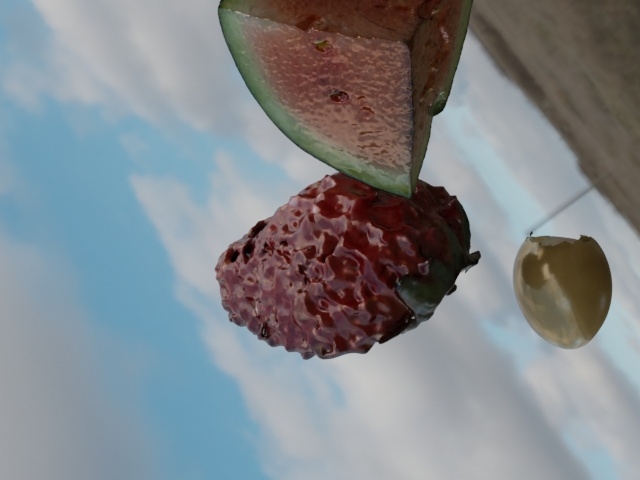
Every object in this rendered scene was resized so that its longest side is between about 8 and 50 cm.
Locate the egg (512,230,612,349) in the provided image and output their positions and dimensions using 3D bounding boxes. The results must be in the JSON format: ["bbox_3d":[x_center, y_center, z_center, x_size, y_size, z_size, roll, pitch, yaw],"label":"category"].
[{"bbox_3d":[0.197,0.040,0.926,0.080,0.080,0.096,-17,-74,-76],"label":"egg"}]

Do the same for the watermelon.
[{"bbox_3d":[0.040,-0.147,0.795,0.193,0.137,0.145,43,-128,-22],"label":"watermelon"}]

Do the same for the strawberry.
[{"bbox_3d":[0.000,0.000,0.904,0.190,0.236,0.111,-50,-55,-42],"label":"strawberry"}]
